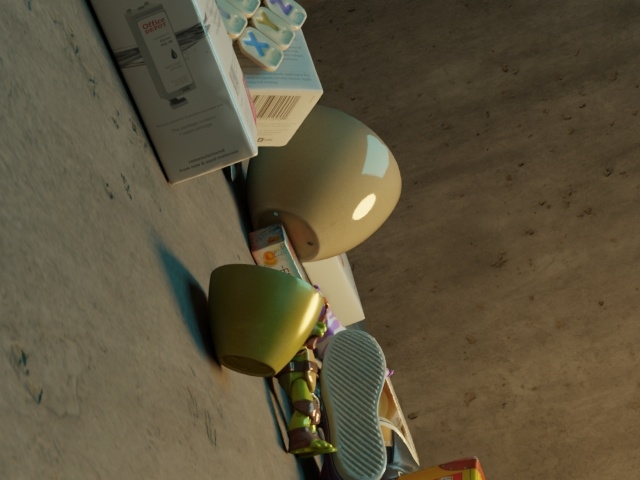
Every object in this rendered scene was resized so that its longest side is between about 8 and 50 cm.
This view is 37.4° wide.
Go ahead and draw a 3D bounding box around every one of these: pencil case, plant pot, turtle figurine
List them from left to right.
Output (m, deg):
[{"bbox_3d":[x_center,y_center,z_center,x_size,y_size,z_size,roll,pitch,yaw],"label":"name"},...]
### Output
[{"bbox_3d":[-0.072,0.099,1.068,0.134,0.134,0.095,63,36,-59],"label":"plant pot"},{"bbox_3d":[-0.028,0.187,1.322,0.269,0.087,0.217,105,-20,-68],"label":"turtle figurine"},{"bbox_3d":[-0.021,-0.072,1.679,0.191,0.284,0.284,-59,140,-39],"label":"plant pot"},{"bbox_3d":[0.030,0.177,1.585,0.206,0.088,0.086,49,-24,1],"label":"pencil case"}]

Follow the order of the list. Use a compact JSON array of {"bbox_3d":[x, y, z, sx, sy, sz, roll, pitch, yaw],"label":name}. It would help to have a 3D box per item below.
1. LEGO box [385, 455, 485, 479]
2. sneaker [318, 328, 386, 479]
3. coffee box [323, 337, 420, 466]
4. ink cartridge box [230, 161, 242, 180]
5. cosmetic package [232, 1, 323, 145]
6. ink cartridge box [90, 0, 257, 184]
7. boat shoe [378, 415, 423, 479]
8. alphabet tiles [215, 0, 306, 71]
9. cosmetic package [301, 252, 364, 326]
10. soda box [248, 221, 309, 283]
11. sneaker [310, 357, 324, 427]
[{"bbox_3d":[0.178,0.560,1.254,0.500,0.193,0.372,-37,108,-79],"label":"LEGO box"},{"bbox_3d":[0.036,0.283,1.465,0.161,0.102,0.282,105,-8,-47],"label":"sneaker"},{"bbox_3d":[0.076,0.319,1.717,0.098,0.141,0.246,-102,173,-67],"label":"coffee box"},{"bbox_3d":[-0.178,-0.220,1.644,0.181,0.056,0.224,-82,169,-81],"label":"ink cartridge box"},{"bbox_3d":[-0.114,-0.259,1.447,0.151,0.151,0.183,-48,-128,51],"label":"cosmetic package"},{"bbox_3d":[-0.178,-0.242,1.161,0.207,0.117,0.283,-99,169,-66],"label":"ink cartridge box"},{"bbox_3d":[0.163,0.521,1.675,0.500,0.187,0.156,60,9,-31],"label":"boat shoe"},{"bbox_3d":[-0.150,-0.372,1.362,0.278,0.021,0.284,36,46,-13],"label":"alphabet tiles"},{"bbox_3d":[0.000,0.000,2.475,0.284,0.097,0.377,62,9,-46],"label":"cosmetic package"},{"bbox_3d":[-0.063,0.059,1.630,0.058,0.063,0.183,-104,173,-52],"label":"soda box"},{"bbox_3d":[-0.004,0.238,1.566,0.083,0.071,0.190,-113,180,-46],"label":"sneaker"}]
